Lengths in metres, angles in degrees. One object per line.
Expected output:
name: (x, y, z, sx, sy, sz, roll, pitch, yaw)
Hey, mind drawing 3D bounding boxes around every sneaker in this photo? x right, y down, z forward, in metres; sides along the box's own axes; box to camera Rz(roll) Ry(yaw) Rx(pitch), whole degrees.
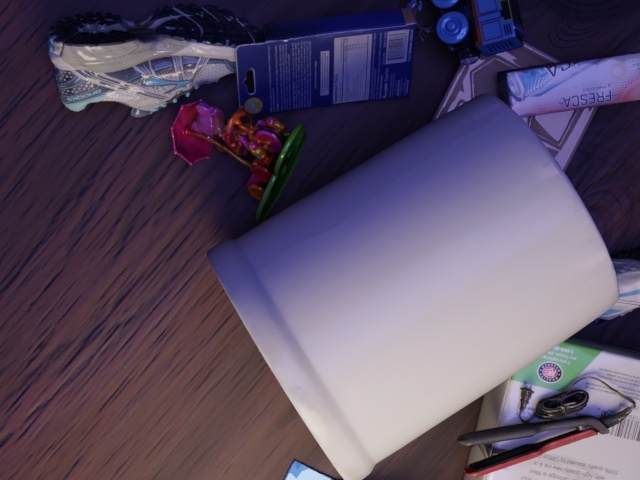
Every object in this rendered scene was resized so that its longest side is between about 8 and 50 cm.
sneaker: (-0.202, -0.223, 1.521, 0.283, 0.110, 0.122, -4, 130, -18)
sneaker: (0.406, 0.066, 1.619, 0.237, 0.085, 0.086, -6, 122, -9)

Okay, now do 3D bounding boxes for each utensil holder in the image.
utensil holder: (0.112, 0.052, 1.442, 0.385, 0.327, 0.327, -31, 97, -3)

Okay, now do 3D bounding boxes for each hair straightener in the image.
hair straightener: (0.280, 0.223, 1.503, 0.230, 0.047, 0.089, -15, 94, -2)

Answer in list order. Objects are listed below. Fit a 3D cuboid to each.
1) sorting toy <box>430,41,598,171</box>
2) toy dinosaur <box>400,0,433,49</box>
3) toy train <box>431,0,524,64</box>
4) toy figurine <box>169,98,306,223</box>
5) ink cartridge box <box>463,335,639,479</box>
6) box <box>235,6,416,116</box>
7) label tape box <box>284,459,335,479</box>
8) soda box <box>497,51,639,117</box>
sorting toy: (0.250, -0.154, 1.601, 0.193, 0.038, 0.208, 27, 96, -8)
toy dinosaur: (0.118, -0.289, 1.580, 0.090, 0.047, 0.082, 39, 100, 25)
toy train: (0.195, -0.318, 1.536, 0.105, 0.080, 0.184, -13, 81, 16)
toy figurine: (-0.113, -0.123, 1.507, 0.159, 0.173, 0.130, 28, 64, 3)
ink cartridge box: (0.315, 0.273, 1.596, 0.211, 0.121, 0.289, 14, 93, -6)
box: (0.004, -0.223, 1.520, 0.225, 0.136, 0.036, -9, 55, -7)
label tape box: (0.062, 0.478, 1.594, 0.333, 0.106, 0.240, 27, 91, -8)
soda box: (0.324, -0.200, 1.550, 0.183, 0.058, 0.063, -9, 99, -4)
